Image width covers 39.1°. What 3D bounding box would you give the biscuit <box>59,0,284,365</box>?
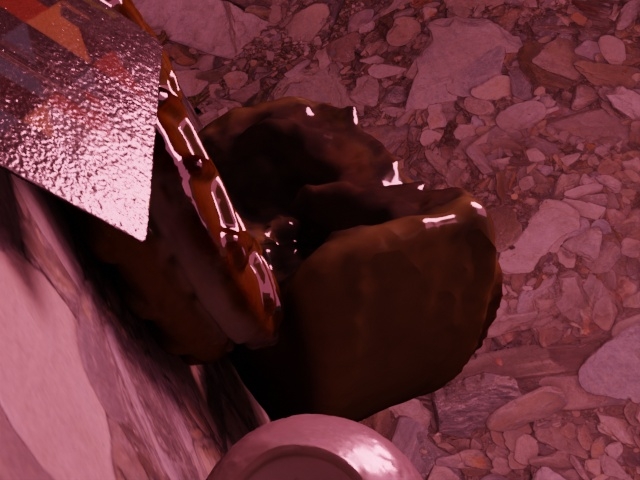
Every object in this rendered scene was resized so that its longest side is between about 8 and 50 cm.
[{"bbox_3d":[-0.150,-0.072,0.744,0.366,0.115,0.268,61,-2,12],"label":"biscuit"}]

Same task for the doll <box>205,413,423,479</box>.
[{"bbox_3d":[0.010,0.210,0.591,0.151,0.150,0.287,62,-4,29],"label":"doll"}]

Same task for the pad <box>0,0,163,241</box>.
[{"bbox_3d":[-0.158,-0.102,0.555,0.143,0.003,0.211,32,34,-33],"label":"pad"}]

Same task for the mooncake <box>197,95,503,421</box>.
[{"bbox_3d":[0.000,0.000,0.984,0.394,0.246,0.393,67,-27,15],"label":"mooncake"}]
